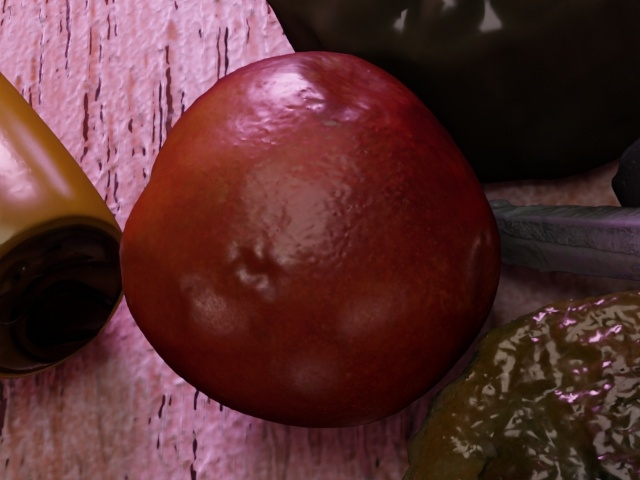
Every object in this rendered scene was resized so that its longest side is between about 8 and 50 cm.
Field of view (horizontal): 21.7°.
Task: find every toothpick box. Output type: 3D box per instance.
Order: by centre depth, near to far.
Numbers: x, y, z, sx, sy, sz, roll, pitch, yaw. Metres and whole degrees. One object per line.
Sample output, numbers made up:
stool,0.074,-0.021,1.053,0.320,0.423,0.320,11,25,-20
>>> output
toothpick box,-0.257,-0.025,1.196,0.175,0.175,0.271,-41,54,-8

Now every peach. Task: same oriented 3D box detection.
peach,0.000,0.000,1.040,0.243,0.199,0.243,-5,77,23

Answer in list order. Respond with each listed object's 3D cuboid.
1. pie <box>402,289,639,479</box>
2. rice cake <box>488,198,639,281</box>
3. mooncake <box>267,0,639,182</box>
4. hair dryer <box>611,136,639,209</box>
pie,0.166,0.147,0.941,0.277,0.078,0.277,-10,60,19
rice cake,0.163,0.000,1.026,0.034,0.043,0.211,-21,13,-29
mooncake,0.130,-0.226,1.151,0.356,0.194,0.356,-11,57,17
hair dryer,0.340,-0.041,1.013,0.272,0.091,0.235,-41,60,-13
